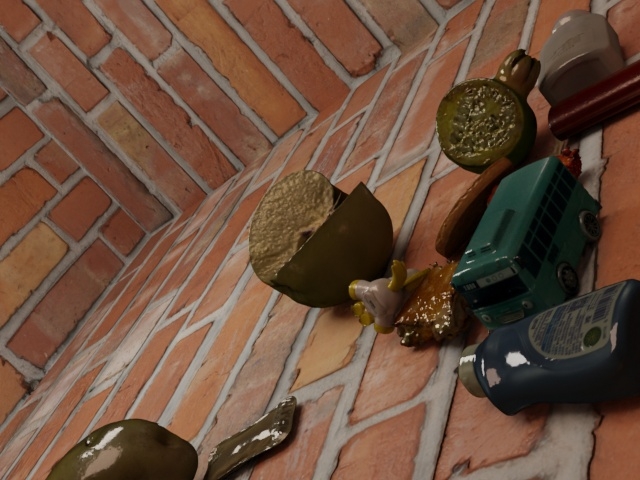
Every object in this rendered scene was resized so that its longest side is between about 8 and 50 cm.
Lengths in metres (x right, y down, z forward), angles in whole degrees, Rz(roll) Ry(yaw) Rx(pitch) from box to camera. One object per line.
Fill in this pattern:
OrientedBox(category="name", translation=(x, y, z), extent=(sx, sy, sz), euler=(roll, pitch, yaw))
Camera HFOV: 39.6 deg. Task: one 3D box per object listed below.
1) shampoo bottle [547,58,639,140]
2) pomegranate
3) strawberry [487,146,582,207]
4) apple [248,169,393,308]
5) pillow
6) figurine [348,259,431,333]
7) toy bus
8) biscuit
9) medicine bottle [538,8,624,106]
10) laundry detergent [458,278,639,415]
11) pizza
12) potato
OrientedBox(category="shampoo bottle", translation=(0.531, -0.264, 1.576), extent=(0.260, 0.064, 0.102), euler=(-27, 19, 43))
OrientedBox(category="pomegranate", translation=(0.334, -0.246, 1.742), extent=(0.190, 0.240, 0.159), euler=(2, 0, 28))
OrientedBox(category="strawberry", translation=(0.366, -0.077, 1.477), extent=(0.188, 0.082, 0.121), euler=(-32, 19, -13))
OrientedBox(category="apple", translation=(0.010, 0.010, 1.807), extent=(0.295, 0.233, 0.257), euler=(14, 70, 54))
OrientedBox(category="pillow", translation=(-0.127, 0.360, 1.583), extent=(0.217, 0.033, 0.130), euler=(-36, 18, 21))
OrientedBox(category="figurine", translation=(0.132, 0.093, 1.551), extent=(0.129, 0.109, 0.178), euler=(-48, -21, 18))
OrientedBox(category="toy bus", translation=(0.297, 0.008, 1.285), extent=(0.128, 0.147, 0.256), euler=(-28, 21, 47))
OrientedBox(category="biscuit", translation=(0.264, -0.054, 1.563), extent=(0.142, 0.029, 0.220), euler=(-20, -34, -50))
OrientedBox(category="medicine bottle", translation=(0.522, -0.372, 1.799), extent=(0.161, 0.111, 0.296), euler=(-33, 20, 28))
OrientedBox(category="laundry detergent", translation=(0.280, 0.145, 1.088), extent=(0.290, 0.094, 0.143), euler=(-28, 27, 50))
OrientedBox(category="pizza", translation=(0.195, 0.104, 1.405), extent=(0.147, 0.069, 0.226), euler=(-59, 12, -18))
OrientedBox(category="potato", translation=(-0.377, 0.457, 1.588), extent=(0.326, 0.221, 0.243), euler=(-47, 18, 2))
